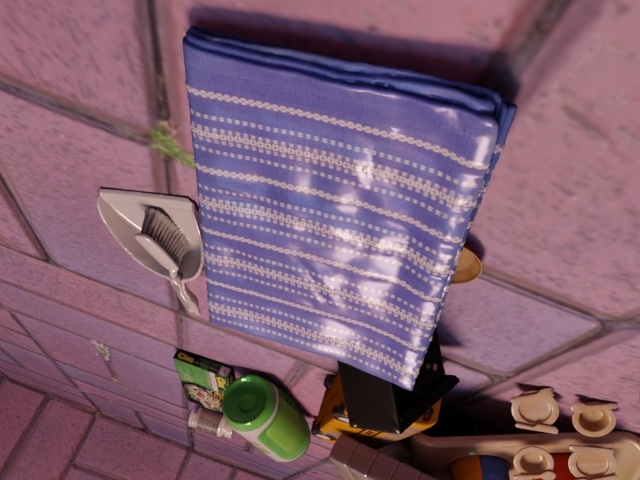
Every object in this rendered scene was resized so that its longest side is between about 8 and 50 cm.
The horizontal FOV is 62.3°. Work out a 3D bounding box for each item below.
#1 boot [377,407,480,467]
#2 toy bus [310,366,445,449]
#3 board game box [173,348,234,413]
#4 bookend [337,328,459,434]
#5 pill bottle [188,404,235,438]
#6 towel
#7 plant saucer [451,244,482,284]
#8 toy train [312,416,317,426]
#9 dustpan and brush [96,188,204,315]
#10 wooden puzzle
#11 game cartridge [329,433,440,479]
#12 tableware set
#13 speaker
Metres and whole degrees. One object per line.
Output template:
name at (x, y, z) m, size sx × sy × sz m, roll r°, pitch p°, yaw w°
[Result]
boot at (0.172, 0.397, 1.041) m, size 0.338 × 0.118 × 0.222 m, roll -18°, pitch 131°, yaw 29°
toy bus at (0.079, 0.271, 0.881) m, size 0.130 × 0.108 × 0.332 m, roll 19°, pitch 150°, yaw -2°
board game box at (-0.268, 0.346, 1.260) m, size 0.136 × 0.030 × 0.259 m, roll 20°, pitch 144°, yaw 9°
bookend at (0.094, 0.129, 0.654) m, size 0.072 × 0.156 × 0.157 m, roll -8°, pitch -176°, yaw 40°
pill bottle at (-0.323, 0.547, 1.605) m, size 0.137 × 0.078 × 0.078 m, roll 16°, pitch 150°, yaw 8°
towel at (0.000, 0.000, 0.464) m, size 0.243 × 0.040 × 0.336 m, roll 15°, pitch 133°, yaw 10°
plant saucer at (0.120, 0.016, 0.531) m, size 0.083 × 0.015 × 0.083 m, roll 16°, pitch 150°, yaw 9°
toy train at (0.028, 0.435, 1.264) m, size 0.036 × 0.027 × 0.158 m, roll 22°, pitch 151°, yaw -25°
dustpan and brush at (-0.195, 0.027, 0.693) m, size 0.147 × 0.060 × 0.211 m, roll 7°, pitch 148°, yaw 21°
wooden puzzle at (0.331, 0.422, 0.892) m, size 0.348 × 0.080 × 0.322 m, roll -2°, pitch 136°, yaw 12°
game cartridge at (0.159, 0.467, 0.921) m, size 0.230 × 0.068 × 0.355 m, roll 19°, pitch 147°, yaw 35°
tableware set at (0.344, 0.282, 0.749) m, size 0.141 × 0.020 × 0.168 m, roll -4°, pitch 108°, yaw 15°
speaker at (-0.115, 0.411, 1.207) m, size 0.131 × 0.131 × 0.296 m, roll 6°, pitch 147°, yaw 23°
